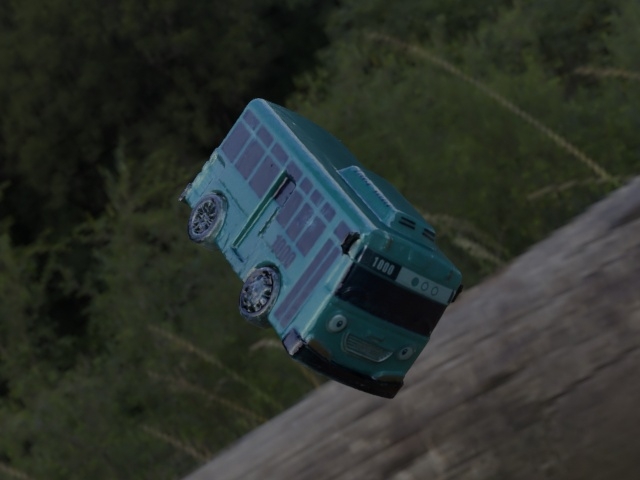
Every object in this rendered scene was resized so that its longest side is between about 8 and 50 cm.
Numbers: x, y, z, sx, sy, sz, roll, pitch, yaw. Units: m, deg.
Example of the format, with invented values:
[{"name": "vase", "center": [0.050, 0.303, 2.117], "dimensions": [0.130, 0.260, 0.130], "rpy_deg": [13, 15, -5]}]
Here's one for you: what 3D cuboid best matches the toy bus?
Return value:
[{"name": "toy bus", "center": [0.000, 0.000, 0.719], "dimensions": [0.092, 0.079, 0.160], "rpy_deg": [-54, 38, 13]}]
